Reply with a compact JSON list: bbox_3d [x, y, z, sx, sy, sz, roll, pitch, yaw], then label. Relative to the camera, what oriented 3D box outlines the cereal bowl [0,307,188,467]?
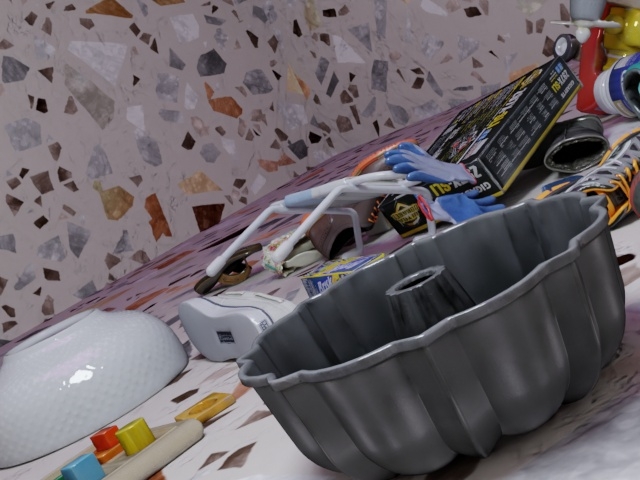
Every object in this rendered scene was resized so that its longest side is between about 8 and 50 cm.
[{"bbox_3d":[-0.384,0.201,1.565,0.339,0.141,0.339,-26,7,3],"label":"cereal bowl"}]

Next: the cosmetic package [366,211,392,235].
[{"bbox_3d":[0.131,-0.053,1.936,0.060,0.041,0.115,-18,11,42],"label":"cosmetic package"}]

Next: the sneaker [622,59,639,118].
[{"bbox_3d":[0.553,-0.230,1.473,0.178,0.123,0.295,-37,20,-19],"label":"sneaker"}]

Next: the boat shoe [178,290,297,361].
[{"bbox_3d":[-0.117,0.113,1.460,0.088,0.096,0.267,-26,8,-30],"label":"boat shoe"}]

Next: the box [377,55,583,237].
[{"bbox_3d":[0.270,-0.158,1.721,0.257,0.079,0.322,-24,20,51],"label":"box"}]

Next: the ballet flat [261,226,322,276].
[{"bbox_3d":[0.000,0.000,1.945,0.241,0.091,0.077,-32,39,-11],"label":"ballet flat"}]

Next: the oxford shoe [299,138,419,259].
[{"bbox_3d":[0.089,-0.073,1.843,0.271,0.098,0.097,-43,-27,19],"label":"oxford shoe"}]

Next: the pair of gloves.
[{"bbox_3d":[0.181,-0.079,1.460,0.159,0.198,0.023,5,-51,-34],"label":"pair of gloves"}]

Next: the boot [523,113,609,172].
[{"bbox_3d":[0.386,-0.145,1.673,0.190,0.076,0.208,-25,14,23],"label":"boot"}]

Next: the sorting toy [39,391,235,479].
[{"bbox_3d":[-0.251,0.250,1.155,0.348,0.047,0.196,-32,10,-40],"label":"sorting toy"}]

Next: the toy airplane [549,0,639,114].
[{"bbox_3d":[0.607,-0.438,1.851,0.386,0.384,0.272,-31,39,2],"label":"toy airplane"}]

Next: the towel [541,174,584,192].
[{"bbox_3d":[0.336,-0.062,1.392,0.067,0.029,0.119,-22,8,19],"label":"towel"}]

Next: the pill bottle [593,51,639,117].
[{"bbox_3d":[0.555,-0.267,1.734,0.112,0.112,0.187,-28,7,-16],"label":"pill bottle"}]

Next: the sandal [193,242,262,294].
[{"bbox_3d":[-0.187,0.069,2.130,0.219,0.060,0.090,-38,-7,37],"label":"sandal"}]

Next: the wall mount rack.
[{"bbox_3d":[-0.001,-0.022,1.586,0.304,0.130,0.350,-2,-7,-34],"label":"wall mount rack"}]

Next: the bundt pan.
[{"bbox_3d":[0.103,0.085,0.832,0.331,0.124,0.331,-25,7,3],"label":"bundt pan"}]

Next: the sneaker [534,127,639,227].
[{"bbox_3d":[0.348,-0.060,1.183,0.215,0.084,0.083,-35,10,3],"label":"sneaker"}]

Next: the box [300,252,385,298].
[{"bbox_3d":[0.040,0.059,1.453,0.059,0.054,0.169,-30,9,-26],"label":"box"}]

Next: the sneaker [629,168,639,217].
[{"bbox_3d":[0.376,-0.050,0.930,0.135,0.097,0.276,-28,9,-29],"label":"sneaker"}]
